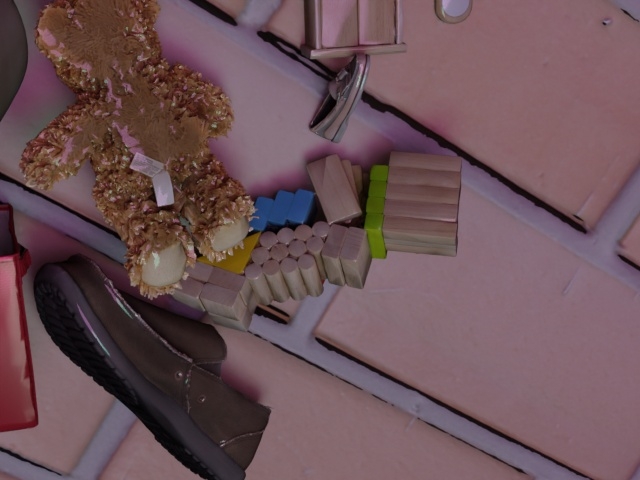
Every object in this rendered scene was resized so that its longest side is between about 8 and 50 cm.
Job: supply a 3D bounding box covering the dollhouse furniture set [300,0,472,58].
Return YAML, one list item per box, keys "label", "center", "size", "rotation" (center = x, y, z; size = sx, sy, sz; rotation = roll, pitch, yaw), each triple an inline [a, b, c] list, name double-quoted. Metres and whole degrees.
- label: "dollhouse furniture set"
  center: [0.094, -0.249, 1.182]
  size: [0.303, 0.355, 0.174]
  rotation: [-7, 109, -15]

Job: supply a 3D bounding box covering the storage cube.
- label: "storage cube"
  center: [-0.404, 0.085, 1.234]
  size: [0.215, 0.183, 0.193]
  rotation: [-8, 110, -15]

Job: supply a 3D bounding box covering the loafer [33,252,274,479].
- label: "loafer"
  center: [-0.185, 0.134, 1.360]
  size: [0.130, 0.134, 0.366]
  rotation: [-51, 126, -22]

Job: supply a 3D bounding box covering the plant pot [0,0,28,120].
- label: "plant pot"
  center: [-0.423, -0.142, 1.078]
  size: [0.323, 0.280, 0.323]
  rotation: [12, 126, 17]

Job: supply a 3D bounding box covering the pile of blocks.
- label: "pile of blocks"
  center: [0.000, 0.000, 1.385]
  size: [0.362, 0.149, 0.112]
  rotation: [-17, 154, -1]

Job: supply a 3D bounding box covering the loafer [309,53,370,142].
- label: "loafer"
  center: [0.021, -0.161, 1.336]
  size: [0.039, 0.045, 0.125]
  rotation: [14, 135, -10]

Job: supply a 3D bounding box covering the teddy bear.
- label: "teddy bear"
  center: [-0.195, -0.107, 1.261]
  size: [0.245, 0.113, 0.338]
  rotation: [-47, 112, -17]
